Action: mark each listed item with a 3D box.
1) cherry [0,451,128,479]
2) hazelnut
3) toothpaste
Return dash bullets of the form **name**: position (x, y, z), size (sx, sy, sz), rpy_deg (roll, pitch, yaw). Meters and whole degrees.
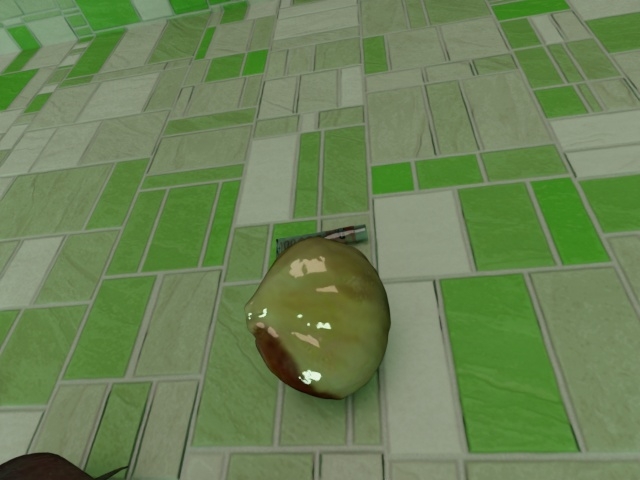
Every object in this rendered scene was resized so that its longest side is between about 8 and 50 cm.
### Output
- **cherry**: position (-0.396, 0.412, 0.564), size (0.236, 0.213, 0.285), rpy_deg (-9, 21, 45)
- **hazelnut**: position (-0.009, 0.117, 0.680), size (0.241, 0.261, 0.261), rpy_deg (9, 48, -19)
- **toothpaste**: position (0.000, 0.000, 0.913), size (0.205, 0.036, 0.056), rpy_deg (-11, 53, 10)
